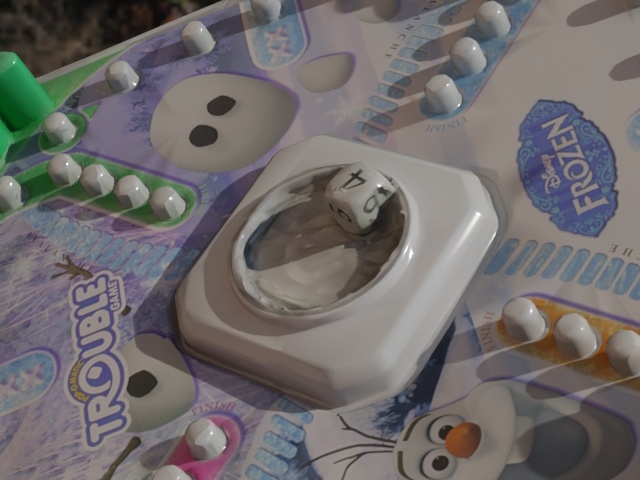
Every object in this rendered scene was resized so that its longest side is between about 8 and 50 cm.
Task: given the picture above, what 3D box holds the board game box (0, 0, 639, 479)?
[{"bbox_3d":[0.000,0.000,0.656,0.050,0.390,0.390,60,12,-46],"label":"board game box"}]
